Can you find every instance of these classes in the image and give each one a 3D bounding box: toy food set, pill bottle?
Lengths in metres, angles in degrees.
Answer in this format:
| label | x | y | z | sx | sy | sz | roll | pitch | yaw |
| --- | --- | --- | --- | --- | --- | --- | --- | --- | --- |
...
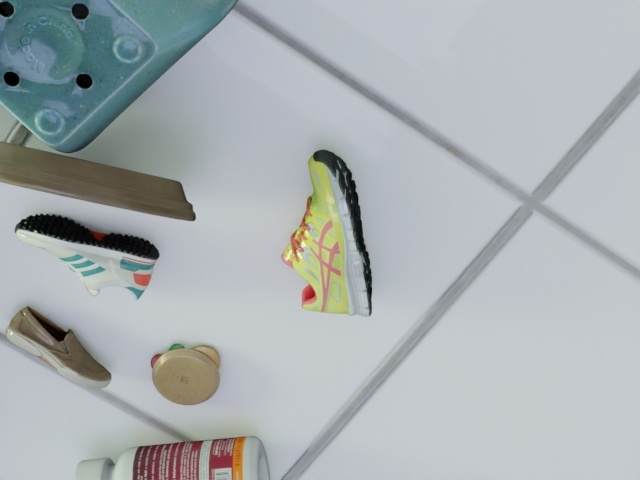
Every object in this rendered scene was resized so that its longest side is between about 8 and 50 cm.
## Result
| label | x | y | z | sx | sy | sz | roll | pitch | yaw |
| --- | --- | --- | --- | --- | --- | --- | --- | --- | --- |
| toy food set | -0.159 | 0.158 | 1.670 | 0.082 | 0.020 | 0.083 | 4 | 120 | 1 |
| pill bottle | -0.175 | 0.302 | 1.694 | 0.221 | 0.121 | 0.121 | -6 | 119 | 6 |

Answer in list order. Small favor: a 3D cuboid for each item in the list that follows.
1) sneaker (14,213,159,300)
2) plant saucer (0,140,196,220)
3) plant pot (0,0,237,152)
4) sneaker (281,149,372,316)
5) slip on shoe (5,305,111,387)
| label | x | y | z | sx | sy | sz | roll | pitch | yaw |
| --- | --- | --- | --- | --- | --- | --- | --- | --- | --- |
| sneaker | -0.264 | 0.025 | 1.578 | 0.161 | 0.057 | 0.075 | 14 | 113 | -8 |
| plant saucer | -0.258 | -0.066 | 1.427 | 0.277 | 0.278 | 0.041 | 13 | 90 | -5 |
| plant pot | -0.234 | -0.226 | 1.327 | 0.247 | 0.252 | 0.248 | -39 | 111 | 22 |
| sneaker | 0.000 | 0.000 | 1.542 | 0.094 | 0.081 | 0.208 | -5 | 119 | 8 |
| slip on shoe | -0.297 | 0.123 | 1.644 | 0.135 | 0.051 | 0.041 | 33 | 104 | -9 |
